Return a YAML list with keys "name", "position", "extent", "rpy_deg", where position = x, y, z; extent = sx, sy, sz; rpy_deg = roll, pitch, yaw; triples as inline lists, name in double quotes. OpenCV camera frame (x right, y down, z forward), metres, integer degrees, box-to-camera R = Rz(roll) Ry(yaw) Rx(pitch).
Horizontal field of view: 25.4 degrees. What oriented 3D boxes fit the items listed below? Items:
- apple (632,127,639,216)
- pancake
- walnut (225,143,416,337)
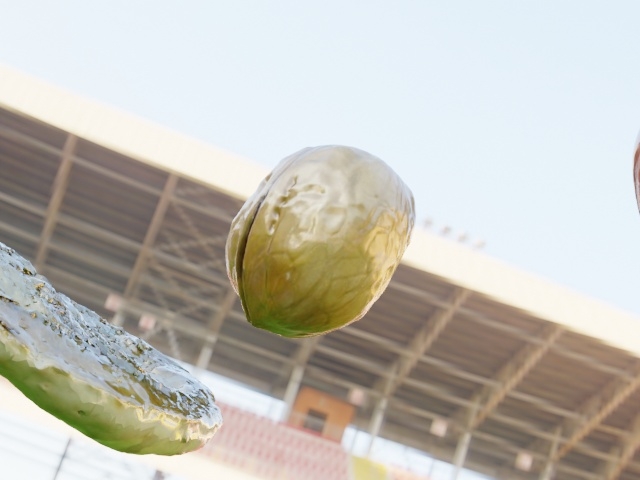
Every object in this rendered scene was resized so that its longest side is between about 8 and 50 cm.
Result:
- name: "apple"
  position: [0.479, -0.073, 1.590]
  extent: [0.260, 0.260, 0.216]
  rpy_deg: [30, -20, -27]
- name: "pancake"
  position: [-0.219, 0.039, 0.975]
  extent: [0.356, 0.065, 0.356]
  rpy_deg: [36, -6, 4]
- name: "walnut"
  position: [0.000, 0.000, 1.169]
  extent: [0.144, 0.180, 0.144]
  rpy_deg: [36, -18, 14]
